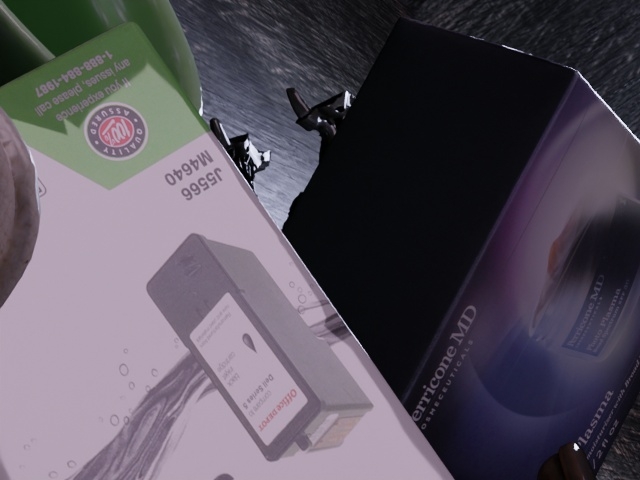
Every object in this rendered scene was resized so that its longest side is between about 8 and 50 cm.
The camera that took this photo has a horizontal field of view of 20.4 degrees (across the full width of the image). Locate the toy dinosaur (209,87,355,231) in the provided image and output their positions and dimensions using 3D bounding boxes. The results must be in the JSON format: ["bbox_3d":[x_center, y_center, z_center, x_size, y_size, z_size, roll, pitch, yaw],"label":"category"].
[{"bbox_3d":[0.000,0.000,1.442,0.322,0.164,0.218,78,1,-72],"label":"toy dinosaur"}]

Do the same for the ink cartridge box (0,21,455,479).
[{"bbox_3d":[-0.091,0.075,0.754,0.198,0.115,0.273,-36,90,-40],"label":"ink cartridge box"}]

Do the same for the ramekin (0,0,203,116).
[{"bbox_3d":[-0.219,-0.144,1.041,0.303,0.148,0.303,50,16,-20],"label":"ramekin"}]

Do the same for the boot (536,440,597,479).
[{"bbox_3d":[0.176,0.287,1.264,0.112,0.115,0.305,-74,153,-66],"label":"boot"}]

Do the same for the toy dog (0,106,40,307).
[{"bbox_3d":[-0.184,0.084,0.583,0.161,0.220,0.334,-122,-158,-67],"label":"toy dog"}]

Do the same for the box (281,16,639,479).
[{"bbox_3d":[0.124,0.039,1.357,0.182,0.296,0.294,23,-8,40],"label":"box"}]
